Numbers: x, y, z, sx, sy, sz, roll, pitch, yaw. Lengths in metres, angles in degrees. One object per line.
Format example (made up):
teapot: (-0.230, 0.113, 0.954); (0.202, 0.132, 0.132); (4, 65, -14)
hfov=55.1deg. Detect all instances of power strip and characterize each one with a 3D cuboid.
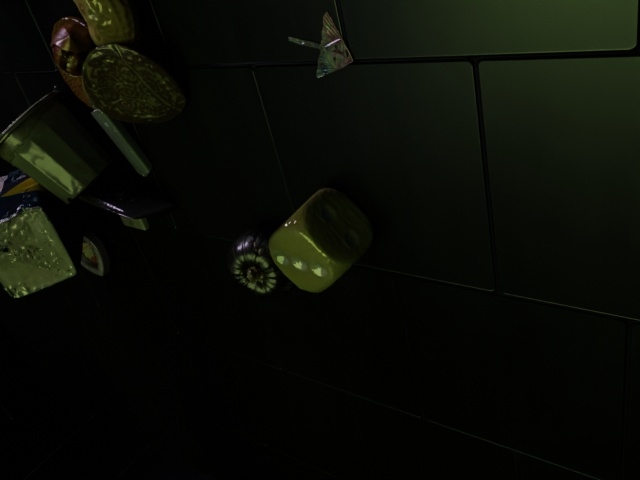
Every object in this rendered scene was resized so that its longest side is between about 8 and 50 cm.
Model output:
power strip: (-0.551, -0.282, 1.694); (0.060, 0.027, 0.253); (2, 135, 42)

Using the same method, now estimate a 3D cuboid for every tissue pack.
tissue pack: (-0.898, -0.049, 1.916); (0.417, 0.253, 0.264); (-119, 7, -59)
tissue pack: (-0.593, -0.067, 1.950); (0.108, 0.023, 0.056); (11, 130, 36)

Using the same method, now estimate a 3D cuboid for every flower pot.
flower pot: (-0.763, -0.251, 1.767); (0.259, 0.290, 0.290); (47, 142, -19)

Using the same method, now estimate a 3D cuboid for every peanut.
peanut: (-0.486, -0.544, 1.365); (0.146, 0.147, 0.306); (3, 126, 40)

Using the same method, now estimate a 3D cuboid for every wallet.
wallet: (-0.558, -0.112, 1.780); (0.245, 0.168, 0.052); (19, 112, 29)

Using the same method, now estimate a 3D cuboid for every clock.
clock: (-0.813, 0.044, 2.207); (0.198, 0.064, 0.172); (-19, 109, 48)

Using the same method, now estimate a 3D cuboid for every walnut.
walnut: (-0.579, -0.450, 1.453); (0.116, 0.115, 0.207); (54, 166, -10)

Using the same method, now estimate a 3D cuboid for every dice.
dice: (0.000, 0.000, 1.370); (0.169, 0.169, 0.166); (46, 140, -1)

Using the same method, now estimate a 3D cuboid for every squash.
squash: (-0.145, 0.063, 1.569); (0.193, 0.156, 0.193); (8, 139, 7)

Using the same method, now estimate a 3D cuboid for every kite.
kite: (0.000, -0.375, 1.177); (0.152, 0.005, 0.137); (30, 136, 19)

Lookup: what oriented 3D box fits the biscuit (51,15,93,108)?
biscuit: (-0.607, -0.460, 1.613); (0.261, 0.037, 0.262); (24, 137, 25)

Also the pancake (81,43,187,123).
pancake: (-0.449, -0.362, 1.463); (0.249, 0.031, 0.250); (4, 149, 2)
